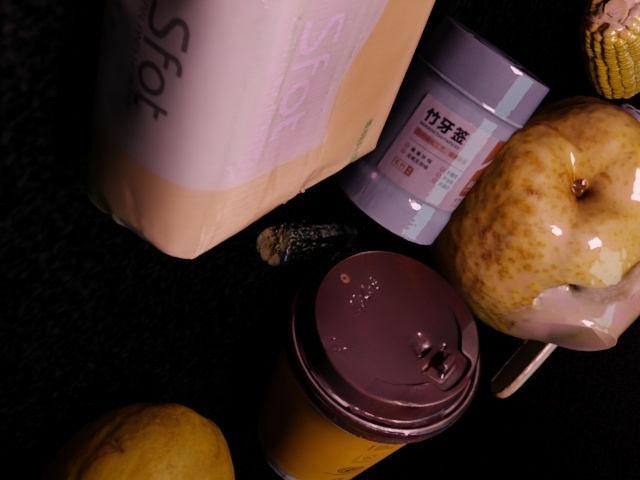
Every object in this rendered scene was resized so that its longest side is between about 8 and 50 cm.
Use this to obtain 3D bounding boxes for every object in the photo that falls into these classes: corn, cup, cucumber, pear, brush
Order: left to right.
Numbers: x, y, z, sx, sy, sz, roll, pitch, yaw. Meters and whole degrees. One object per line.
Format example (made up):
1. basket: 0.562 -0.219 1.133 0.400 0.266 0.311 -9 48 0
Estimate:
1. pear: -0.142 0.201 0.659 0.162 0.149 0.149 -58 168 -32
2. cucumber: 0.000 0.000 0.736 0.043 0.039 0.163 -35 166 28
3. cup: 0.031 0.145 0.877 0.196 0.196 0.279 -34 165 -35
4. pear: 0.232 -0.025 0.869 0.271 0.271 0.271 -41 159 -20
5. brush: 0.314 0.056 0.987 0.336 0.020 0.085 -47 -167 3
6. corn: 0.338 -0.219 0.978 0.081 0.081 0.248 -51 160 8

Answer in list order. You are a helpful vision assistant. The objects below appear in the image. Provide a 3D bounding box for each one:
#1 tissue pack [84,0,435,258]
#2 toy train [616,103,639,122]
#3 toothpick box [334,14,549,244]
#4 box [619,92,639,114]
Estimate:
1. tissue pack: -0.015 -0.114 0.413 0.186 0.090 0.222 -32 155 -44
2. toy train: 0.301 -0.035 1.134 0.307 0.173 0.249 -48 169 -3
3. toothpick box: 0.094 -0.085 0.680 0.153 0.101 0.101 -56 159 19
4. box: 0.551 -0.128 1.401 0.290 0.220 0.166 -41 171 -22
